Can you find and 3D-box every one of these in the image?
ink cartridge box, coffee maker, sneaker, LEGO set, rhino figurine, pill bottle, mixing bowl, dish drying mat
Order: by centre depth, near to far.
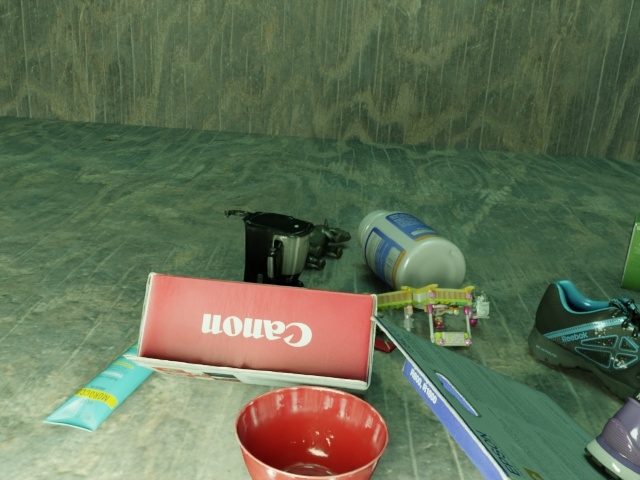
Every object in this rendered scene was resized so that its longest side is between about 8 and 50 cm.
[{"bbox_3d":[0.228,0.236,0.793,0.330,0.071,0.324,25,11,-24],"label":"ink cartridge box"},{"bbox_3d":[-0.012,0.263,0.823,0.181,0.098,0.181,3,20,-1],"label":"mixing bowl"},{"bbox_3d":[0.435,0.236,0.834,0.283,0.124,0.107,19,14,-48],"label":"sneaker"},{"bbox_3d":[-0.080,0.132,0.956,0.309,0.130,0.272,5,-14,3],"label":"ink cartridge box"},{"bbox_3d":[0.500,0.175,1.113,0.340,0.140,0.125,21,24,38],"label":"sneaker"},{"bbox_3d":[0.092,0.180,1.221,0.083,0.008,0.032,15,23,30],"label":"dish drying mat"},{"bbox_3d":[0.173,0.146,1.254,0.286,0.107,0.132,-2,-15,-4],"label":"LEGO set"},{"bbox_3d":[-0.099,0.043,1.319,0.120,0.178,0.171,-12,27,-43],"label":"coffee maker"},{"bbox_3d":[0.179,0.026,1.463,0.152,0.152,0.272,-3,20,-18],"label":"pill bottle"},{"bbox_3d":[0.733,-0.001,1.554,0.062,0.209,0.109,13,21,23],"label":"ink cartridge box"},{"bbox_3d":[0.000,0.000,1.626,0.106,0.073,0.243,16,21,24],"label":"rhino figurine"}]

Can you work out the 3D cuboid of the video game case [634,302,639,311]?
[{"bbox_3d":[0.683,0.164,1.369,0.166,0.015,0.119,12,20,23],"label":"video game case"}]

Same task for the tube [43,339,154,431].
[{"bbox_3d":[-0.302,0.211,1.007,0.080,0.052,0.207,0,22,23],"label":"tube"}]
